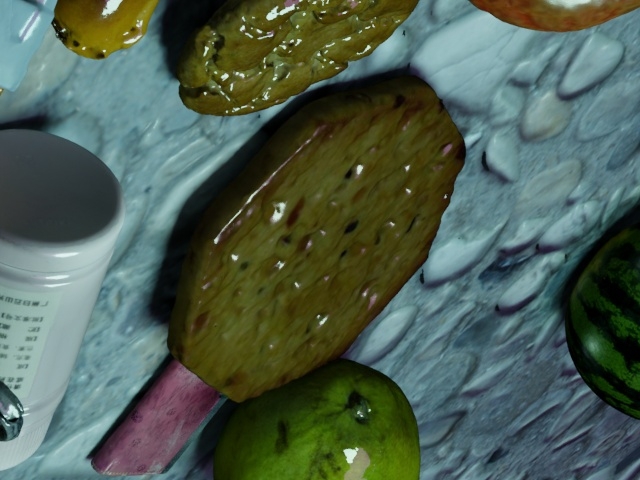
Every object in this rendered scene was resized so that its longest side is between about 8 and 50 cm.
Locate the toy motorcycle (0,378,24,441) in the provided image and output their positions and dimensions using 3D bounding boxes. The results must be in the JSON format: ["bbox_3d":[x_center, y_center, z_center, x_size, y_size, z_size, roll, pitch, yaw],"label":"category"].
[{"bbox_3d":[-0.300,0.060,1.230,0.151,0.229,0.074,-15,-147,55],"label":"toy motorcycle"}]

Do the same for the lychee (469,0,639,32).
[{"bbox_3d":[0.185,-0.272,1.279,0.255,0.300,0.255,-1,119,-1],"label":"lychee"}]

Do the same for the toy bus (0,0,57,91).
[{"bbox_3d":[-0.270,-0.180,0.980,0.136,0.109,0.329,-59,151,9],"label":"toy bus"}]

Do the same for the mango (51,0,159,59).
[{"bbox_3d":[-0.136,-0.182,1.195,0.127,0.063,0.077,-52,147,9],"label":"mango"}]

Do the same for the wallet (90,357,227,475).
[{"bbox_3d":[-0.122,0.139,1.732,0.232,0.025,0.119,-51,151,16],"label":"wallet"}]

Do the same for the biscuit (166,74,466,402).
[{"bbox_3d":[0.000,0.000,1.639,0.359,0.046,0.359,-34,148,-24],"label":"biscuit"}]

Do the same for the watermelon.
[{"bbox_3d":[0.428,0.097,2.166,0.269,0.269,0.269,-32,152,-19],"label":"watermelon"}]

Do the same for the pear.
[{"bbox_3d":[0.000,0.226,1.823,0.212,0.212,0.269,-25,155,-30],"label":"pear"}]

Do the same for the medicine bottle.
[{"bbox_3d":[-0.235,0.049,1.327,0.133,0.133,0.250,-19,145,-38],"label":"medicine bottle"}]

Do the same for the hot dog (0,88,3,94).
[{"bbox_3d":[-0.259,-0.076,1.194,0.072,0.055,0.188,4,130,-53],"label":"hot dog"}]

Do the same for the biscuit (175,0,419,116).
[{"bbox_3d":[-0.012,-0.159,1.350,0.226,0.042,0.226,-28,168,-6],"label":"biscuit"}]
